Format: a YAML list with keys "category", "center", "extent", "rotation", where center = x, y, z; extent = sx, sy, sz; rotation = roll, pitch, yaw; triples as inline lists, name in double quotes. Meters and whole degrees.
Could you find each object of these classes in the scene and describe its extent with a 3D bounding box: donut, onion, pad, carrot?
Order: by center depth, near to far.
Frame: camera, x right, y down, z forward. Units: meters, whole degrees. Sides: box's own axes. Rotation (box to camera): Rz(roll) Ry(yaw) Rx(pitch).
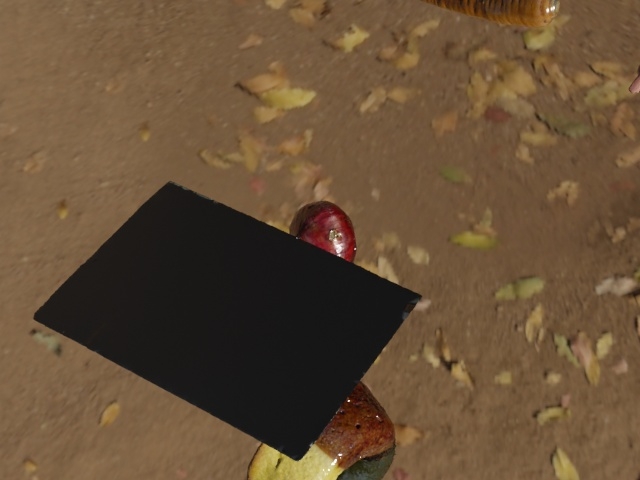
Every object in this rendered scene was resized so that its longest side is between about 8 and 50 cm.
- category: "pad"
  center: [-0.069, 0.048, 0.837]
  extent: [0.243, 0.164, 0.004]
  rotation: [24, 145, 25]
- category: "donut"
  center: [0.008, 0.220, 1.149]
  extent: [0.166, 0.184, 0.073]
  rotation: [-39, 62, -22]
- category: "carrot"
  center: [0.188, -0.287, 1.384]
  extent: [0.216, 0.048, 0.048]
  rotation: [15, 110, 36]
- category: "onion"
  center: [0.000, 0.000, 1.561]
  extent: [0.107, 0.097, 0.107]
  rotation: [18, 116, 41]

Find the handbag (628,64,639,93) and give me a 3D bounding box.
- category: "handbag"
  center: [0.347, -0.192, 0.950]
  extent: [0.059, 0.212, 0.157]
  rotation: [45, 136, 12]
